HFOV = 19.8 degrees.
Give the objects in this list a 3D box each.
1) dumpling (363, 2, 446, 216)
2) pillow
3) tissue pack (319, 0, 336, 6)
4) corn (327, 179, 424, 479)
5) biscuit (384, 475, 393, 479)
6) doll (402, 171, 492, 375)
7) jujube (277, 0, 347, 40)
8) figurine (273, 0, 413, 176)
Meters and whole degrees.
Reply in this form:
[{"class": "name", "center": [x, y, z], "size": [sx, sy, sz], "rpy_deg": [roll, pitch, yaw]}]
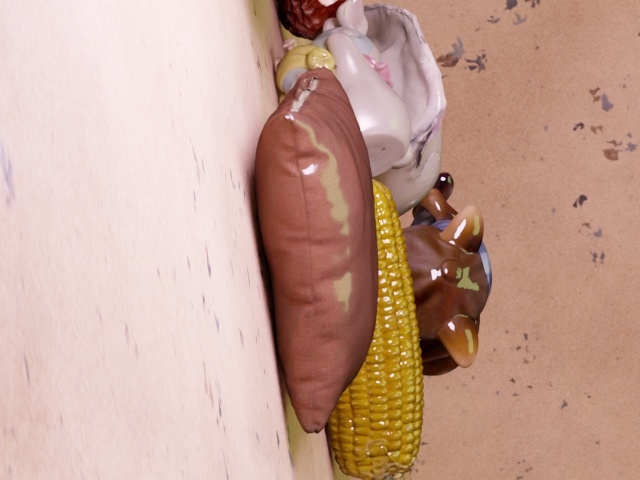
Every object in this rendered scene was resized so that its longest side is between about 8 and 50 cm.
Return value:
[{"class": "dumpling", "center": [0.059, -0.155, 2.349], "size": [0.341, 0.181, 0.260], "rpy_deg": [81, -2, -70]}, {"class": "pillow", "center": [0.000, 0.000, 1.784], "size": [0.308, 0.108, 0.305], "rpy_deg": [-69, 154, -76]}, {"class": "tissue pack", "center": [-0.030, -0.463, 1.891], "size": [0.390, 0.195, 0.375], "rpy_deg": [-92, 159, -57]}, {"class": "corn", "center": [0.049, 0.100, 2.086], "size": [0.131, 0.131, 0.344], "rpy_deg": [-68, 149, -81]}, {"class": "biscuit", "center": [0.095, 0.395, 2.628], "size": [0.199, 0.041, 0.121], "rpy_deg": [-92, 174, -63]}, {"class": "doll", "center": [0.120, 0.061, 2.431], "size": [0.340, 0.209, 0.318], "rpy_deg": [-33, 134, -87]}, {"class": "jujube", "center": [0.004, -0.370, 2.313], "size": [0.168, 0.168, 0.236], "rpy_deg": [-61, 159, -83]}, {"class": "figurine", "center": [0.015, -0.192, 2.169], "size": [0.127, 0.155, 0.235], "rpy_deg": [-56, -137, 47]}]
